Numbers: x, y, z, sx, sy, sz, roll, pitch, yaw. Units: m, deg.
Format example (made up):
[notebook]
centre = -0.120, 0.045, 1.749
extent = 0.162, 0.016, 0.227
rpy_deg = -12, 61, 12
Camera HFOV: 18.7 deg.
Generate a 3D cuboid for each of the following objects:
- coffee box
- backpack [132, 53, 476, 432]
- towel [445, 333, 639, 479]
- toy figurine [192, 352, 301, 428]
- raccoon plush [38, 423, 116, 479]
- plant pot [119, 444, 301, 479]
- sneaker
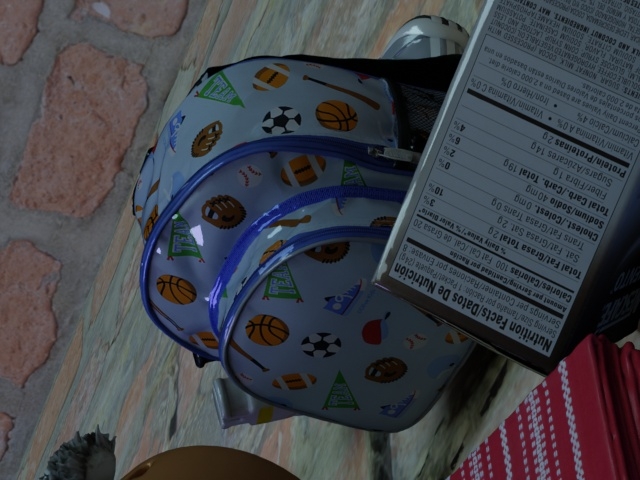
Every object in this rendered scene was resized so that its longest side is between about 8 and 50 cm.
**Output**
[coffee box]
centre = 0.157, -0.091, 1.052
extent = 0.168, 0.118, 0.297
rpy_deg = -19, -47, -65
[backpack]
centre = 0.000, 0.000, 1.385
extent = 0.213, 0.263, 0.277
rpy_deg = -93, 25, -53
[towel]
centre = 0.097, 0.196, 0.994
extent = 0.275, 0.031, 0.199
rpy_deg = -52, 33, 44
[toy figurine]
centre = -0.037, 0.039, 1.640
extent = 0.209, 0.148, 0.213
rpy_deg = -122, 23, -65
[raccoon plush]
centre = -0.270, 0.293, 1.275
extent = 0.216, 0.446, 0.299
rpy_deg = -49, -54, -63
[plant pot]
centre = -0.095, 0.290, 1.454
extent = 0.291, 0.290, 0.203
rpy_deg = -64, 0, 34
[sneaker]
centre = 0.054, -0.074, 1.636
extent = 0.229, 0.086, 0.132
rpy_deg = 122, 157, -44
